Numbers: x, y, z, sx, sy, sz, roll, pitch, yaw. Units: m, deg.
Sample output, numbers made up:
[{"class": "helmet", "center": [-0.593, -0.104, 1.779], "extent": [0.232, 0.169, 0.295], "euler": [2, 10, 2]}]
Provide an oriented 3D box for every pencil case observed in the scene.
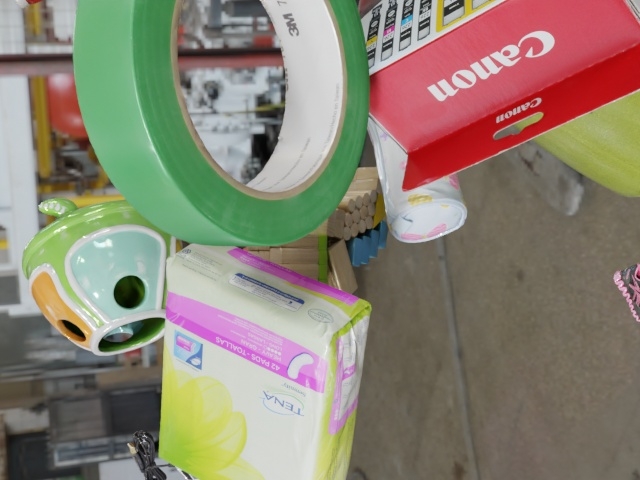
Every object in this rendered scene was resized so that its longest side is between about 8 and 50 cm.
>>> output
[{"class": "pencil case", "center": [0.128, -0.133, 1.366], "extent": [0.113, 0.124, 0.273], "euler": [-39, 54, 40]}]

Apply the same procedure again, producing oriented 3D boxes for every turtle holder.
[{"class": "turtle holder", "center": [-0.320, 0.060, 1.545], "extent": [0.243, 0.320, 0.227], "euler": [-45, 60, 31]}]

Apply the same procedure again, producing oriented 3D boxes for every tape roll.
[{"class": "tape roll", "center": [-0.075, -0.155, 0.853], "extent": [0.077, 0.321, 0.321], "euler": [-1, 94, 38]}]

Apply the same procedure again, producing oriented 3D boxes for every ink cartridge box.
[{"class": "ink cartridge box", "center": [0.186, -0.232, 1.013], "extent": [0.309, 0.130, 0.271], "euler": [-25, 39, 34]}]

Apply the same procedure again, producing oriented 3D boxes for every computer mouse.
[{"class": "computer mouse", "center": [-0.178, 0.310, 1.325], "extent": [0.042, 0.193, 0.106], "euler": [-60, -43, -56]}]

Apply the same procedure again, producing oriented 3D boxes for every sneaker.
[{"class": "sneaker", "center": [0.536, 0.091, 1.536], "extent": [0.057, 0.047, 0.119], "euler": [-42, 65, 35]}]

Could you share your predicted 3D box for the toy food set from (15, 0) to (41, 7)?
[{"class": "toy food set", "center": [-0.251, -0.245, 0.950], "extent": [0.232, 0.105, 0.111], "euler": [63, -178, -1]}]

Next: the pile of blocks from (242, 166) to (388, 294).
[{"class": "pile of blocks", "center": [0.000, 0.000, 1.388], "extent": [0.113, 0.362, 0.148], "euler": [0, 114, 37]}]

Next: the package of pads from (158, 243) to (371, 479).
[{"class": "package of pads", "center": [-0.067, 0.167, 1.061], "extent": [0.229, 0.101, 0.296], "euler": [22, 123, 23]}]

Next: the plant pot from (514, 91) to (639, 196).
[{"class": "plant pot", "center": [0.353, -0.233, 1.295], "extent": [0.275, 0.294, 0.274], "euler": [-163, 90, -73]}]
